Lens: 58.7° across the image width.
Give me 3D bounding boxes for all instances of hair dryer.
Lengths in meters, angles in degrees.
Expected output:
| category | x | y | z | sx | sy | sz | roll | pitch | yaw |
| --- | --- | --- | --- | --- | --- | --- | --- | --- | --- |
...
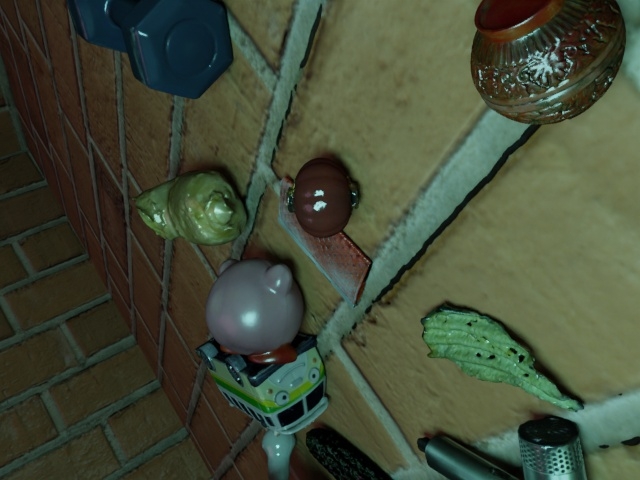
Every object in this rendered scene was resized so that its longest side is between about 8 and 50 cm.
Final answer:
| category | x | y | z | sx | sy | sz | roll | pitch | yaw |
| --- | --- | --- | --- | --- | --- | --- | --- | --- | --- |
| hair dryer | 0.246 | 0.348 | 0.674 | 0.284 | 0.155 | 0.320 | 157 | 100 | -82 |

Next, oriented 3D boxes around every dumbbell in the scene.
| category | x | y | z | sx | sy | sz | roll | pitch | yaw |
| --- | --- | --- | --- | --- | --- | --- | --- | --- | --- |
| dumbbell | -0.272 | -0.336 | 0.874 | 0.316 | 0.143 | 0.156 | 38 | 144 | 39 |

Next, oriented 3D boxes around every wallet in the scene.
| category | x | y | z | sx | sy | sz | roll | pitch | yaw |
| --- | --- | --- | --- | --- | --- | --- | --- | --- | --- |
| wallet | 0.000 | 0.000 | 0.832 | 0.196 | 0.020 | 0.103 | 48 | 149 | 28 |

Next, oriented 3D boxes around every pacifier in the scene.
| category | x | y | z | sx | sy | sz | roll | pitch | yaw |
| --- | --- | --- | --- | --- | --- | --- | --- | --- | --- |
| pacifier | -0.081 | 0.537 | 1.299 | 0.287 | 0.238 | 0.226 | 113 | 156 | -57 |

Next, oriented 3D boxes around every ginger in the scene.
| category | x | y | z | sx | sy | sz | roll | pitch | yaw |
| --- | --- | --- | --- | --- | --- | --- | --- | --- | --- |
| ginger | -0.225 | -0.058 | 1.038 | 0.267 | 0.152 | 0.138 | -3 | 115 | 39 |

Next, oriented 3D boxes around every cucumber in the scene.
| category | x | y | z | sx | sy | sz | roll | pitch | yaw |
| --- | --- | --- | --- | --- | --- | --- | --- | --- | --- |
| cucumber | 0.057 | 0.422 | 1.042 | 0.300 | 0.072 | 0.072 | 26 | 135 | 49 |

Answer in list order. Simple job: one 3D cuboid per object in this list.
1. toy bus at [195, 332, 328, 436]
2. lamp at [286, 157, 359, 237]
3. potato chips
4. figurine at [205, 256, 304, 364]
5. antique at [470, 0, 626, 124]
| category | x | y | z | sx | sy | sz | roll | pitch | yaw |
| --- | --- | --- | --- | --- | --- | --- | --- | --- | --- |
| toy bus | -0.110 | 0.263 | 1.115 | 0.305 | 0.143 | 0.179 | -2 | 114 | 59 |
| lamp | 0.003 | -0.053 | 0.708 | 0.101 | 0.090 | 0.101 | -2 | -90 | -88 |
| potato chips | 0.181 | 0.121 | 0.617 | 0.207 | 0.028 | 0.092 | 13 | 126 | 58 |
| figurine | -0.111 | 0.112 | 0.963 | 0.173 | 0.173 | 0.173 | 40 | 144 | 37 |
| antique | 0.151 | -0.126 | 0.384 | 0.104 | 0.104 | 0.104 | 40 | 144 | 37 |
